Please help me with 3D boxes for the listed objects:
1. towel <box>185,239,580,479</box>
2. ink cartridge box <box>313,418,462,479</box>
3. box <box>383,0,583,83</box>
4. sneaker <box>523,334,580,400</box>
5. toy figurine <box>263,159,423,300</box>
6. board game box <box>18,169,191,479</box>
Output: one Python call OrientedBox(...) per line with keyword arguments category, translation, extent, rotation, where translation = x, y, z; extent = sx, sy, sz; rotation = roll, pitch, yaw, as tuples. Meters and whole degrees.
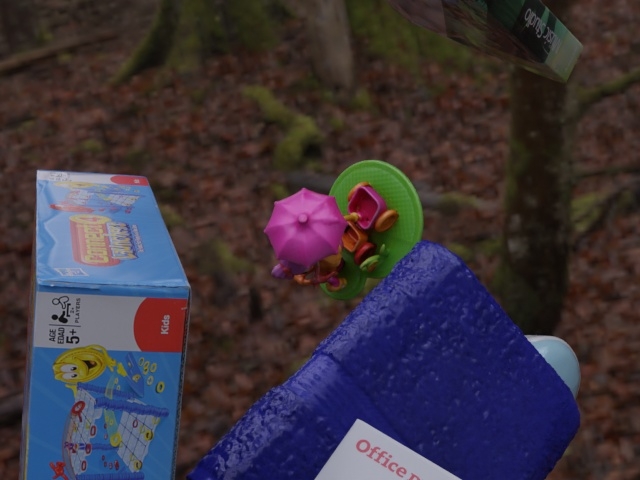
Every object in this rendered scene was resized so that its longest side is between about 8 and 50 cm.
OrientedBox(category="towel", translation=(0.058, 0.174, 1.030), extent=(0.308, 0.227, 0.076), rotation=(-44, 10, -26))
OrientedBox(category="ink cartridge box", translation=(0.031, 0.206, 0.806), extent=(0.109, 0.063, 0.150), rotation=(27, 72, 31))
OrientedBox(category="box", translation=(0.135, -0.278, 1.382), extent=(0.232, 0.058, 0.322), rotation=(28, 5, 31))
OrientedBox(category="sneaker", translation=(0.173, 0.197, 1.197), extent=(0.150, 0.135, 0.366), rotation=(-10, 17, 47))
OrientedBox(category="toy figurine", translation=(0.000, 0.000, 1.316), extent=(0.159, 0.130, 0.173), rotation=(-8, -41, -51))
OrientedBox(category="board game box", translation=(-0.160, 0.129, 0.857), extent=(0.086, 0.302, 0.308), rotation=(3, 13, -13))
